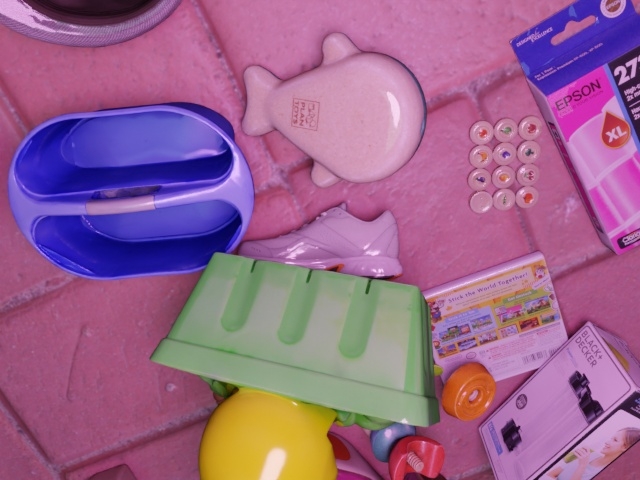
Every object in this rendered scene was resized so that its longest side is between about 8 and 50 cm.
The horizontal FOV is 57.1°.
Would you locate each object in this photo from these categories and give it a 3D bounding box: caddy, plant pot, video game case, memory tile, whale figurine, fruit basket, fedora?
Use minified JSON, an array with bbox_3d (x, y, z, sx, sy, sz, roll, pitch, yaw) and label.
[{"bbox_3d":[-0.261,-0.071,0.845,0.341,0.179,0.242,-5,110,3],"label":"caddy"},{"bbox_3d":[-0.391,0.486,1.098,0.109,0.096,0.109,-22,108,8],"label":"plant pot"},{"bbox_3d":[0.294,0.147,1.005,0.226,0.026,0.206,-20,109,9],"label":"video game case"},{"bbox_3d":[0.285,-0.116,0.913,0.113,0.012,0.148,-4,111,2],"label":"memory tile"},{"bbox_3d":[0.020,-0.185,0.844,0.271,0.141,0.216,12,112,22],"label":"whale figurine"},{"bbox_3d":[-0.035,0.221,0.778,0.391,0.283,0.392,-4,74,14],"label":"fruit basket"},{"bbox_3d":[-0.299,-0.380,0.742,0.275,0.124,0.244,-13,127,-7],"label":"fedora"}]

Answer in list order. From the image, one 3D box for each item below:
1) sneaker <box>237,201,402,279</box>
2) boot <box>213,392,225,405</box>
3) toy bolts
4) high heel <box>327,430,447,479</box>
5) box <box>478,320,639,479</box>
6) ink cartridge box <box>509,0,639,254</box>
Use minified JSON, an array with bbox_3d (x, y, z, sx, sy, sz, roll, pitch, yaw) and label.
[{"bbox_3d":[0.000,0.000,0.929,0.262,0.099,0.121,2,82,10],"label":"sneaker"},{"bbox_3d":[-0.168,0.169,0.993,0.152,0.073,0.197,33,95,-13],"label":"boot"},{"bbox_3d":[0.158,0.275,1.009,0.218,0.158,0.229,4,106,-30],"label":"toy bolts"},{"bbox_3d":[0.049,0.470,1.067,0.377,0.127,0.181,24,98,-12],"label":"high heel"},{"bbox_3d":[0.403,0.294,0.968,0.087,0.169,0.290,29,115,-16],"label":"box"},{"bbox_3d":[0.441,-0.173,0.867,0.175,0.069,0.371,-29,105,11],"label":"ink cartridge box"}]
